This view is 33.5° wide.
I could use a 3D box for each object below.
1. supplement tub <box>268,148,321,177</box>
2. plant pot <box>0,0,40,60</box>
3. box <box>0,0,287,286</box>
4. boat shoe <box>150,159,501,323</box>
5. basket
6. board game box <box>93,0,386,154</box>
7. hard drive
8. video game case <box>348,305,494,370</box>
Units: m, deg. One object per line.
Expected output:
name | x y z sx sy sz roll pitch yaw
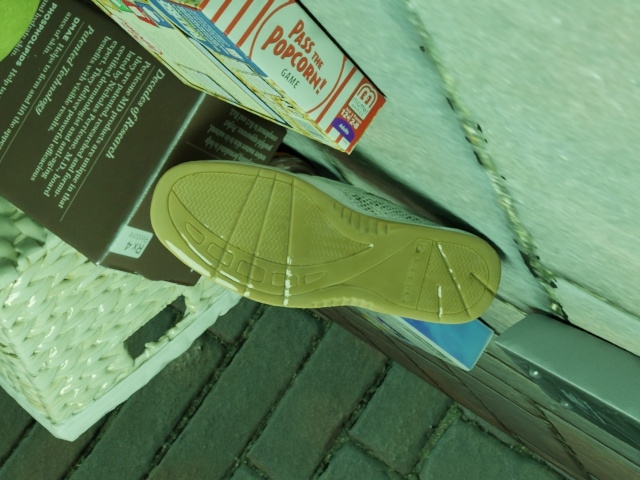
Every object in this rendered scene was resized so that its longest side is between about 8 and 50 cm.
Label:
supplement tub | -0.063 -0.043 1.035 0.106 0.106 0.198 39 172 -36
plant pot | -0.319 -0.203 0.623 0.274 0.275 0.293 30 -172 38
box | -0.174 -0.088 0.890 0.203 0.167 0.168 32 -177 19
boat shoe | 0.000 0.000 0.833 0.277 0.098 0.096 16 -169 -16
basket | -0.298 -0.021 1.230 0.331 0.328 0.266 32 151 35
board game box | -0.070 -0.133 0.662 0.193 0.045 0.147 28 171 45
hard drive | 0.284 0.151 0.908 0.254 0.054 0.172 29 172 42
video game case | 0.044 0.038 1.276 0.269 0.061 0.244 38 172 -22
